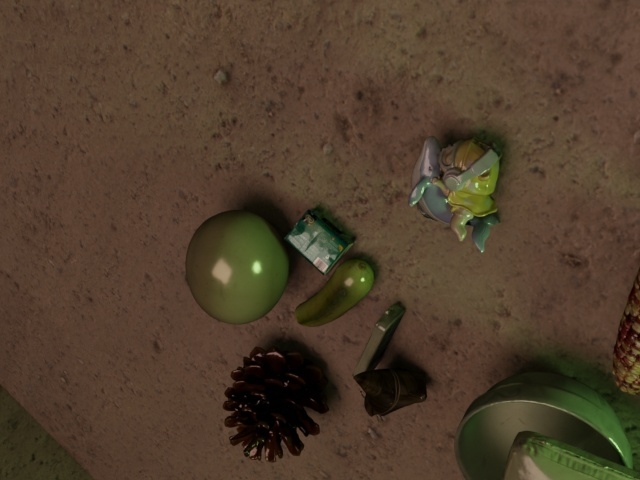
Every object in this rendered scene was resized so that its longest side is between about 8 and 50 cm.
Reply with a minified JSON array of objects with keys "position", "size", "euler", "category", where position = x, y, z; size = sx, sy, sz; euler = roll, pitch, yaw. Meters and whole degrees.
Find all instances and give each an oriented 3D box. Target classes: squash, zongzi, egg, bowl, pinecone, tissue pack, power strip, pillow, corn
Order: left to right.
[{"position":[-0.174,0.056,1.736],"size":[0.219,0.219,0.269],"euler":[31,134,18],"category":"egg"},{"position":[-0.106,0.390,1.900],"size":[0.264,0.264,0.264],"euler":[21,130,27],"category":"pinecone"},{"position":[0.001,0.001,1.667],"size":[0.111,0.079,0.085],"euler":[41,105,8],"category":"tissue pack"},{"position":[0.032,0.113,1.717],"size":[0.083,0.083,0.250],"euler":[47,140,2],"category":"squash"},{"position":[0.102,0.321,1.737],"size":[0.187,0.184,0.084],"euler":[-42,46,49],"category":"zongzi"},{"position":[0.118,0.218,1.714],"size":[0.029,0.080,0.226],"euler":[35,136,16],"category":"power strip"},{"position":[0.408,0.359,1.496],"size":[0.307,0.163,0.307],"euler":[13,127,18],"category":"bowl"},{"position":[0.450,0.461,1.365],"size":[0.322,0.120,0.255],"euler":[18,126,14],"category":"pillow"},{"position":[0.531,0.133,1.314],"size":[0.098,0.098,0.289],"euler":[23,134,26],"category":"corn"}]

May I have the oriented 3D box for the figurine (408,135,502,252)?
[{"position":[0.237,-0.088,1.380],"size":[0.184,0.128,0.208],"euler":[-27,108,43],"category":"figurine"}]
